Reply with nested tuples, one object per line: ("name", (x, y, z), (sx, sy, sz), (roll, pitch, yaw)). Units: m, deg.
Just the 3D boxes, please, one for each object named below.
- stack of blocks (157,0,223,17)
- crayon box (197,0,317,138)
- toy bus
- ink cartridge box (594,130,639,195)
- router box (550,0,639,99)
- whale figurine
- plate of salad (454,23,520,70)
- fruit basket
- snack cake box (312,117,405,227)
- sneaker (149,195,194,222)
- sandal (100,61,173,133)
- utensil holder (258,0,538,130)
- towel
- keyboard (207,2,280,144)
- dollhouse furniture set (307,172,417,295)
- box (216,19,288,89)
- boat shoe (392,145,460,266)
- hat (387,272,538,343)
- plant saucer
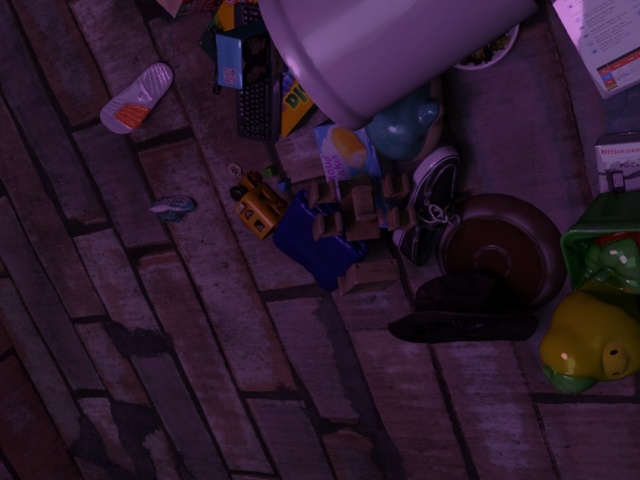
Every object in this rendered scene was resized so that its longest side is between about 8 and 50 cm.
("stack of blocks", (-0.368, -0.664, 1.598), (0.297, 0.171, 0.087), (45, 131, 6))
("crayon box", (-0.070, -0.469, 1.549), (0.313, 0.106, 0.363), (48, 131, 2))
("toy bus", (-0.182, -0.099, 1.828), (0.202, 0.104, 0.190), (7, 118, 30))
("ink cartridge box", (0.598, -0.129, 1.320), (0.109, 0.063, 0.150), (-2, 114, 34))
("router box", (0.574, -0.450, 1.148), (0.336, 0.082, 0.301), (-24, 100, 40))
("whale figurine", (0.176, -0.300, 1.428), (0.216, 0.141, 0.271), (-128, 43, -55))
("plate of salad", (0.296, -0.437, 1.363), (0.200, 0.048, 0.199), (15, 122, 26))
("fruit basket", (0.568, 0.129, 1.246), (0.283, 0.392, 0.391), (-1, 114, 34))
("snack cake box", (0.095, -0.163, 1.619), (0.152, 0.089, 0.264), (-2, 113, 34))
("sneaker", (-0.432, -0.088, 2.040), (0.167, 0.065, 0.076), (1, 132, 37))
("sandal", (-0.498, -0.398, 1.903), (0.265, 0.076, 0.102), (-36, 108, 20))
("utensil holder", (0.139, -0.432, 1.213), (0.386, 0.327, 0.327), (-29, 97, 23))
("towel", (0.000, 0.000, 1.718), (0.228, 0.076, 0.308), (42, 156, 3))
("keyboard", (-0.181, -0.387, 1.582), (0.202, 0.033, 0.317), (19, 125, 24))
("dollhouse furniture set", (0.090, -0.014, 1.514), (0.161, 0.212, 0.242), (122, 140, -74))
("box", (-0.115, -0.390, 1.392), (0.060, 0.244, 0.100), (18, 124, 24))
("boat shoe", (0.251, -0.067, 1.532), (0.105, 0.113, 0.306), (57, 139, 36))
("hat", (0.315, 0.147, 1.537), (0.331, 0.331, 0.133), (-15, 62, 38))
("plant saucer", (0.400, 0.045, 1.560), (0.311, 0.050, 0.310), (15, 123, 25))
